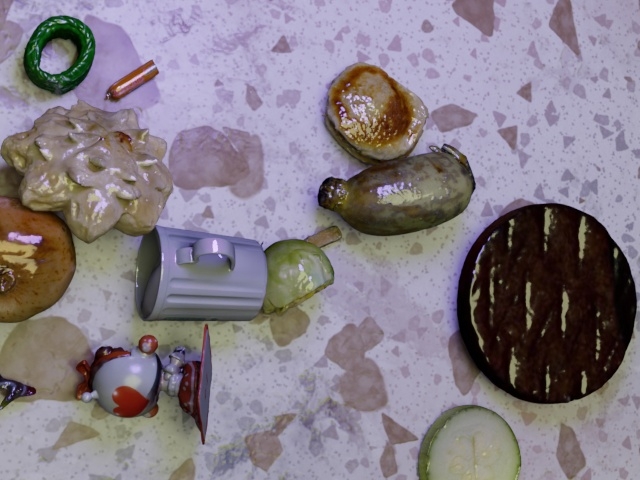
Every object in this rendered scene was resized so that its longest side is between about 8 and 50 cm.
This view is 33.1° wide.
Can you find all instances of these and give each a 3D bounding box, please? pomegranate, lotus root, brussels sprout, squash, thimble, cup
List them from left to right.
[{"bbox_3d":[-0.507,0.029,1.742,0.215,0.215,0.215,2,85,-21],"label":"pomegranate"},{"bbox_3d":[-0.451,-0.320,1.858,0.118,0.090,0.130,11,81,-17],"label":"thimble"},{"bbox_3d":[-0.199,0.067,1.862,0.202,0.221,0.166,5,95,-24],"label":"cup"},{"bbox_3d":[-0.059,0.059,1.954,0.152,0.149,0.122,-30,85,-32],"label":"brussels sprout"},{"bbox_3d":[0.144,-0.085,2.032,0.309,0.173,0.173,-11,90,-15],"label":"lotus root"},{"bbox_3d":[0.293,0.435,2.118,0.219,0.041,0.219,0,91,-22],"label":"squash"}]

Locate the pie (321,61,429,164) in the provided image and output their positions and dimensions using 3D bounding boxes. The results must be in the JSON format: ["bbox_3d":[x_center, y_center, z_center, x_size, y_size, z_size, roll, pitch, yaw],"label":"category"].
[{"bbox_3d":[0.105,-0.245,2.068,0.205,0.084,0.179,35,75,-12],"label":"pie"}]

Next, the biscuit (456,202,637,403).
[{"bbox_3d":[0.454,0.128,2.173,0.408,0.091,0.407,1,86,-23],"label":"biscuit"}]

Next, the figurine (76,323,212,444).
[{"bbox_3d":[-0.307,0.246,1.847,0.226,0.183,0.160,2,55,-1],"label":"figurine"}]

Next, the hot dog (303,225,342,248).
[{"bbox_3d":[0.000,0.000,2.038,0.090,0.034,0.030,-24,83,-39],"label":"hot dog"}]

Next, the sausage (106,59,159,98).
[{"bbox_3d":[-0.339,-0.285,1.930,0.107,0.031,0.031,-37,99,-20],"label":"sausage"}]

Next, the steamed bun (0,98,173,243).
[{"bbox_3d":[-0.371,-0.131,1.781,0.295,0.137,0.292,24,39,-20],"label":"steamed bun"}]

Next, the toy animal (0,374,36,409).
[{"bbox_3d":[-0.569,0.219,1.788,0.202,0.070,0.105,25,59,-13],"label":"toy animal"}]
